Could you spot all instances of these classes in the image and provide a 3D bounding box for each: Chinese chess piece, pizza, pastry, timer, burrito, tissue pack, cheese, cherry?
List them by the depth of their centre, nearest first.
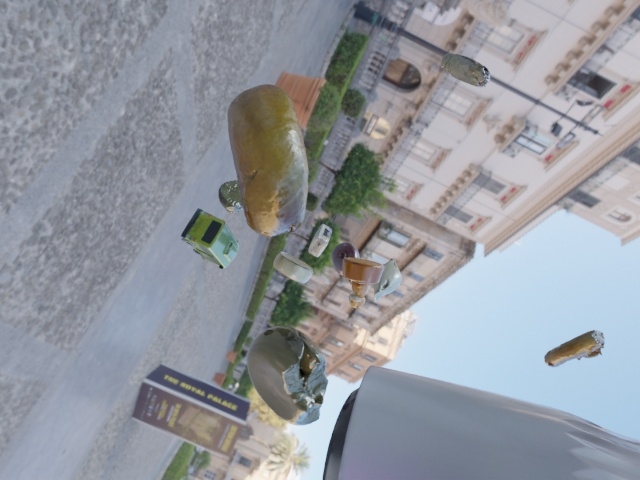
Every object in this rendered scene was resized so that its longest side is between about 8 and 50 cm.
[{"bbox_3d":[-0.060,0.238,0.809,0.091,0.175,0.202,-33,151,-35],"label":"cheese"},{"bbox_3d":[0.306,-0.359,0.932,0.045,0.058,0.188,-56,-157,19],"label":"burrito"},{"bbox_3d":[-0.122,-0.175,1.025,0.356,0.163,0.356,173,-90,-81],"label":"pastry"},{"bbox_3d":[0.699,0.296,1.193,0.182,0.161,0.062,-51,-130,43],"label":"pizza"},{"bbox_3d":[0.000,0.000,1.234,0.062,0.042,0.083,-56,-174,29],"label":"tissue pack"},{"bbox_3d":[-0.083,0.082,1.343,0.051,0.122,0.122,-62,-177,4],"label":"Chinese chess piece"},{"bbox_3d":[0.122,0.139,1.382,0.132,0.132,0.152,-98,-162,-85],"label":"timer"},{"bbox_3d":[0.099,0.104,1.701,0.148,0.115,0.188,-40,-125,47],"label":"cherry"}]

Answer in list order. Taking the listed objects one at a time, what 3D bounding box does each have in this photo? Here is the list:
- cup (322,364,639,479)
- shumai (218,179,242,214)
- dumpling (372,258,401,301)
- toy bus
[{"bbox_3d":[0.201,0.317,0.558,0.253,0.371,0.253,7,90,-74],"label":"cup"},{"bbox_3d":[-0.264,-0.119,1.335,0.124,0.099,0.087,-38,170,-49],"label":"shumai"},{"bbox_3d":[0.245,0.166,1.723,0.181,0.111,0.155,-29,147,-27],"label":"dumpling"},{"bbox_3d":[-0.270,0.002,1.113,0.175,0.101,0.088,82,33,-69],"label":"toy bus"}]
